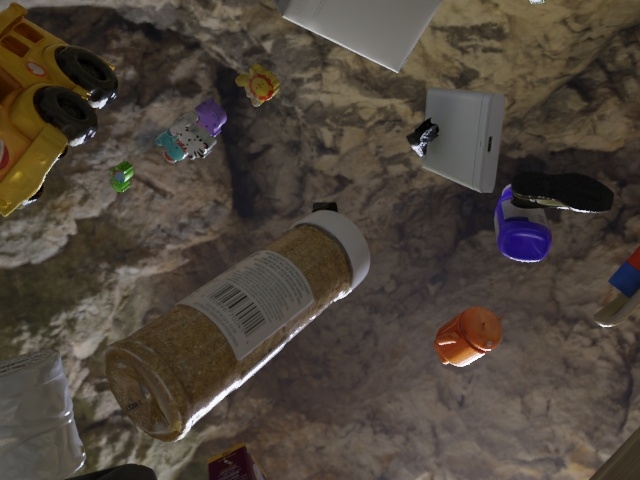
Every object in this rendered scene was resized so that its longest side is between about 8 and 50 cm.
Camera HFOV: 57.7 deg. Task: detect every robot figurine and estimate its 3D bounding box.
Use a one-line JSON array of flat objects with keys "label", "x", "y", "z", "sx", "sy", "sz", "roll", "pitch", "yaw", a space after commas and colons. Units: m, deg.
[{"label": "robot figurine", "x": 0.401, "y": 0.261, "z": 1.578, "sx": 0.158, "sy": 0.128, "sz": 0.219, "roll": 30, "pitch": -44, "yaw": -11}]

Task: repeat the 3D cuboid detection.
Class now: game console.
[{"label": "game console", "x": 0.000, "y": 0.000, "z": 0.987, "sx": 0.107, "sy": 0.071, "sz": 0.122, "roll": 6, "pitch": -71, "yaw": 60}]

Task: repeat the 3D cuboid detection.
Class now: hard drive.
[{"label": "hard drive", "x": 0.362, "y": -0.276, "z": 1.528, "sx": 0.353, "sy": 0.047, "sz": 0.233, "roll": -128, "pitch": -142, "yaw": -69}]

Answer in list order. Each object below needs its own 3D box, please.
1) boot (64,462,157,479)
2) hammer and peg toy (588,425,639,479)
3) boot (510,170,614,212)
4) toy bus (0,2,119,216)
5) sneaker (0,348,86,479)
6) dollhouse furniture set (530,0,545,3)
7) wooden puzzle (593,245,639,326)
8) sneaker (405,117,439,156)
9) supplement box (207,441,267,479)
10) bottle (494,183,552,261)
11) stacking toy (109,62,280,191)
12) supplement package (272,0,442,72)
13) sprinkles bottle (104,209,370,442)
[{"label": "boot", "x": -0.172, "y": 0.508, "z": 0.770, "sx": 0.146, "sy": 0.367, "sz": 0.445, "roll": -52, "pitch": -127, "yaw": 5}, {"label": "hammer and peg toy", "x": 0.503, "y": 0.429, "z": 0.836, "sx": 0.266, "sy": 0.361, "sz": 0.127, "roll": 49, "pitch": -12, "yaw": 6}, {"label": "boot", "x": 0.506, "y": -0.093, "z": 1.239, "sx": 0.198, "sy": 0.137, "sz": 0.077, "roll": 18, "pitch": -98, "yaw": 17}, {"label": "toy bus", "x": -0.355, "y": -0.167, "z": 0.633, "sx": 0.149, "sy": 0.211, "sz": 0.220, "roll": -37, "pitch": -147, "yaw": 23}, {"label": "sneaker", "x": -0.412, "y": 0.240, "z": 0.626, "sx": 0.108, "sy": 0.292, "sz": 0.169, "roll": -145, "pitch": -138, "yaw": -73}, {"label": "dollhouse furniture set", "x": 0.505, "y": -0.632, "z": 1.338, "sx": 0.076, "sy": 0.058, "sz": 0.151, "roll": 12, "pitch": -90, "yaw": 31}, {"label": "wooden puzzle", "x": 0.621, "y": -0.012, "z": 0.991, "sx": 0.080, "sy": 0.322, "sz": 0.348, "roll": 49, "pitch": -57, "yaw": 24}, {"label": "sneaker", "x": 0.286, "y": -0.279, "z": 1.569, "sx": 0.089, "sy": 0.170, "sz": 0.051, "roll": -32, "pitch": -106, "yaw": 18}, {"label": "supplement box", "x": -0.075, "y": 0.244, "z": 0.551, "sx": 0.055, "sy": 0.043, "sz": 0.083, "roll": 66, "pitch": -3, "yaw": -26}, {"label": "bottle", "x": 0.478, "y": -0.054, "z": 1.396, "sx": 0.118, "sy": 0.283, "sz": 0.092, "roll": 9, "pitch": -60, "yaw": 8}, {"label": "stacking toy", "x": -0.172, "y": -0.142, "z": 0.777, "sx": 0.221, "sy": 0.167, "sz": 0.052, "roll": -20, "pitch": -67, "yaw": 41}, {"label": "supplement package", "x": 0.066, "y": -0.506, "z": 1.199, "sx": 0.175, "sy": 0.293, "sz": 0.177, "roll": -57, "pitch": -146, "yaw": 28}, {"label": "sprinkles bottle", "x": -0.079, "y": 0.082, "z": 0.699, "sx": 0.121, "sy": 0.355, "sz": 0.121, "roll": 20, "pitch": -54, "yaw": 30}]
